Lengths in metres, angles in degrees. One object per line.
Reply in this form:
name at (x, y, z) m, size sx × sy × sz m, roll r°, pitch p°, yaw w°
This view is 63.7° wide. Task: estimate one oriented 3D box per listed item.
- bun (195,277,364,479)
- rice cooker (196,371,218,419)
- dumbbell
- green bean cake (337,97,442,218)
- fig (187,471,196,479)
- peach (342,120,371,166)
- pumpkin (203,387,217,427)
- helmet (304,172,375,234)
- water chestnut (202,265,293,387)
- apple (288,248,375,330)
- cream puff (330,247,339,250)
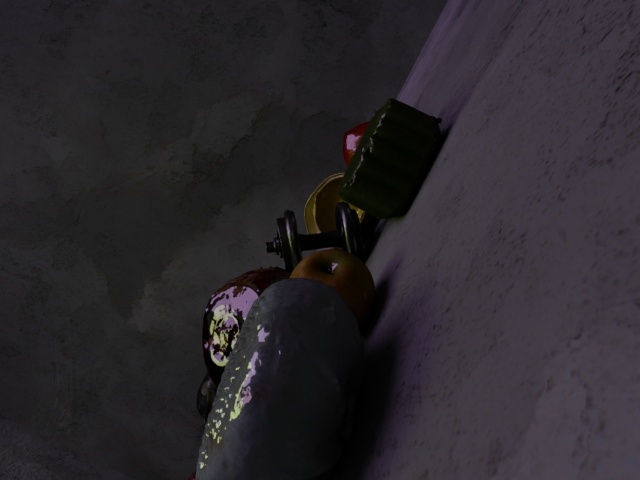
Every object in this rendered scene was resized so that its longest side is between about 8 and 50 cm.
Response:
bun at (-0.050, 0.231, 0.746) m, size 0.354 × 0.194 × 0.355 m, roll -159°, pitch 90°, yaw -83°
rice cooker at (-0.293, 0.519, 1.790) m, size 0.267 × 0.267 × 0.225 m, roll -78°, pitch 13°, yaw -77°
dumbbell at (0.000, 0.000, 1.357) m, size 0.192 × 0.289 × 0.192 m, roll 172°, pitch 90°, yaw -86°
green bean cake at (0.155, -0.182, 1.210) m, size 0.247 × 0.156 × 0.250 m, roll -64°, pitch 4°, yaw 0°
fig at (-0.360, 0.810, 1.583) m, size 0.201 × 0.133 × 0.146 m, roll -109°, pitch 36°, yaw -73°
peach at (0.155, -0.259, 1.483) m, size 0.198 × 0.197 × 0.197 m, roll -62°, pitch 3°, yaw 7°
pumpkin at (-0.203, 0.448, 1.281) m, size 0.312 × 0.148 × 0.170 m, roll 109°, pitch 155°, yaw -67°
helmet at (0.085, -0.087, 1.540) m, size 0.256 × 0.140 × 0.205 m, roll -28°, pitch 70°, yaw 45°
water chestnut at (-0.125, 0.237, 1.279) m, size 0.350 × 0.302 × 0.351 m, roll -21°, pitch 56°, yaw 34°
apple at (0.021, 0.106, 0.971) m, size 0.182 × 0.182 × 0.155 m, roll -67°, pitch -24°, yaw -53°
cream puff at (0.071, -0.050, 1.705) m, size 0.189 × 0.129 × 0.189 m, roll -155°, pitch 90°, yaw -88°
